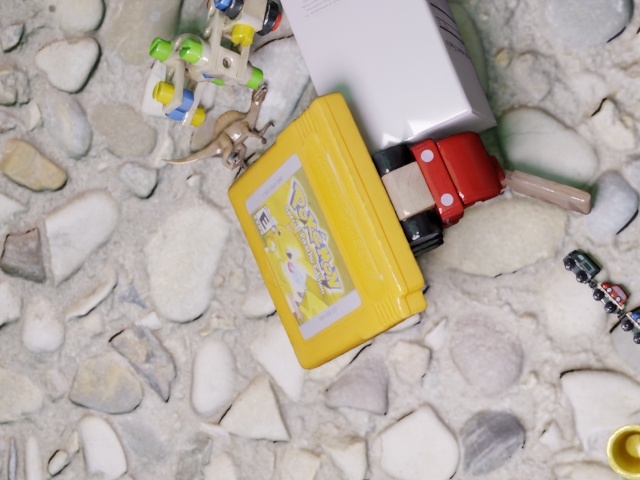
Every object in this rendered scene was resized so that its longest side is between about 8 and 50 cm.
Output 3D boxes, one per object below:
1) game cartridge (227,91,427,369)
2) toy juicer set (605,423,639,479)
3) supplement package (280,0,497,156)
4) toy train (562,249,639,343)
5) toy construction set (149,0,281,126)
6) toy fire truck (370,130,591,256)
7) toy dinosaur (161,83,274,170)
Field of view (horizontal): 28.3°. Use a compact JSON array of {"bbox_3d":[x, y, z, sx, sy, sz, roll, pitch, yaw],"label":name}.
[{"bbox_3d":[0.000,0.000,1.625,0.052,0.323,0.285,-19,81,-27],"label":"game cartridge"},{"bbox_3d":[0.531,0.267,1.530,0.329,0.089,0.209,-27,81,17],"label":"toy juicer set"},{"bbox_3d":[0.082,-0.253,1.639,0.177,0.175,0.293,-23,82,17],"label":"supplement package"},{"bbox_3d":[0.373,0.073,1.619,0.036,0.027,0.158,-42,77,3],"label":"toy train"},{"bbox_3d":[-0.146,-0.332,1.738,0.215,0.151,0.328,-16,75,54],"label":"toy construction set"},{"bbox_3d":[0.201,-0.065,1.590,0.246,0.217,0.158,-24,82,3],"label":"toy fire truck"},{"bbox_3d":[-0.127,-0.138,1.786,0.183,0.053,0.093,-39,63,7],"label":"toy dinosaur"}]
